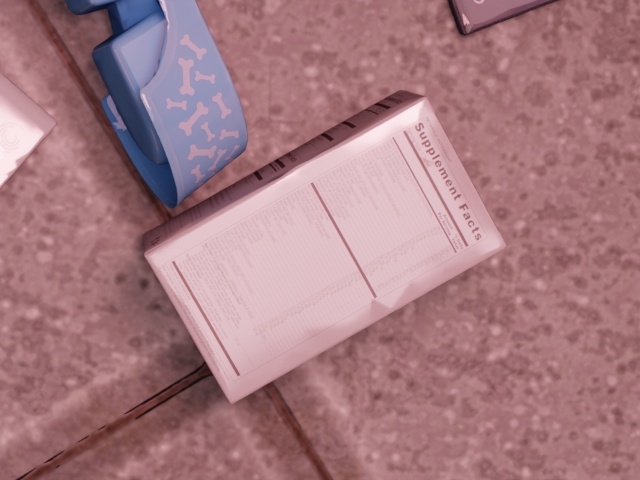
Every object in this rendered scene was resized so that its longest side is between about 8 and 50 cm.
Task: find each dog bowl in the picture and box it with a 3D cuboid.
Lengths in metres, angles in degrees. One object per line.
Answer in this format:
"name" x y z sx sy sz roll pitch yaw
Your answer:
"dog bowl" -0.145 -0.173 1.340 0.074 0.166 0.297 -28 99 -14

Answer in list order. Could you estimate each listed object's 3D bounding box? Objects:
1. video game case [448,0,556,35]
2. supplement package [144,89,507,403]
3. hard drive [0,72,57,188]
"video game case" 0.208 -0.304 1.427 0.274 0.026 0.196 -21 99 -2
"supplement package" 0.000 0.000 1.386 0.244 0.134 0.139 -29 99 -2
"hard drive" -0.384 -0.115 1.355 0.307 0.040 0.203 41 77 -9
